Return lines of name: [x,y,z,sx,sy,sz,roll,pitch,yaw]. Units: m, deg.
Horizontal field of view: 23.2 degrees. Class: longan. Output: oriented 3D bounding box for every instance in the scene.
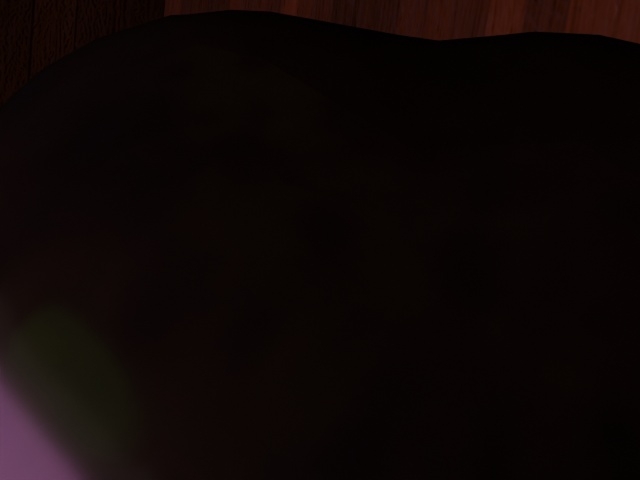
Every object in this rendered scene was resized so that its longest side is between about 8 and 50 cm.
longan: [0.035,0.098,0.573,0.336,0.405,0.404,166,105,-81]
